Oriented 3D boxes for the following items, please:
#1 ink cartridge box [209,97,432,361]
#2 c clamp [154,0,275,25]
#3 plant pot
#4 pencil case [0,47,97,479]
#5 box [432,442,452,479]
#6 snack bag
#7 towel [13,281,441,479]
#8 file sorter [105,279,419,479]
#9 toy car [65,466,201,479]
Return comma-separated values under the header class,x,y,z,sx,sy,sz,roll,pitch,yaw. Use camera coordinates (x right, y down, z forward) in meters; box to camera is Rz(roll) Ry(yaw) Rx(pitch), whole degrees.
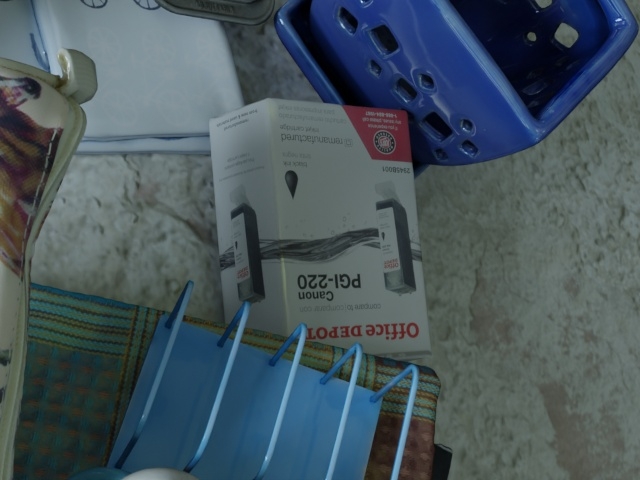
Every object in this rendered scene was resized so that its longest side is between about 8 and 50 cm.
class,x,y,z,sx,sy,sz,roll,pitch,yaw
ink cartridge box,0.000,0.000,0.928,0.158,0.092,0.218,0,84,-38
c clamp,-0.106,-0.254,0.960,0.160,0.022,0.137,8,67,-38
plant pot,0.114,-0.198,1.029,0.236,0.212,0.236,53,49,-9
pencil case,-0.220,0.091,0.563,0.183,0.160,0.411,7,80,-5
box,0.005,0.212,0.868,0.156,0.093,0.158,32,56,-23
snack bag,-0.231,-0.221,0.885,0.342,0.037,0.323,-5,77,-39
towel,-0.099,0.176,0.753,0.370,0.040,0.272,12,63,-11
file sorter,-0.035,0.114,0.724,0.170,0.104,0.118,21,60,-8
toy car,-0.091,0.197,0.649,0.182,0.159,0.136,33,18,-25
